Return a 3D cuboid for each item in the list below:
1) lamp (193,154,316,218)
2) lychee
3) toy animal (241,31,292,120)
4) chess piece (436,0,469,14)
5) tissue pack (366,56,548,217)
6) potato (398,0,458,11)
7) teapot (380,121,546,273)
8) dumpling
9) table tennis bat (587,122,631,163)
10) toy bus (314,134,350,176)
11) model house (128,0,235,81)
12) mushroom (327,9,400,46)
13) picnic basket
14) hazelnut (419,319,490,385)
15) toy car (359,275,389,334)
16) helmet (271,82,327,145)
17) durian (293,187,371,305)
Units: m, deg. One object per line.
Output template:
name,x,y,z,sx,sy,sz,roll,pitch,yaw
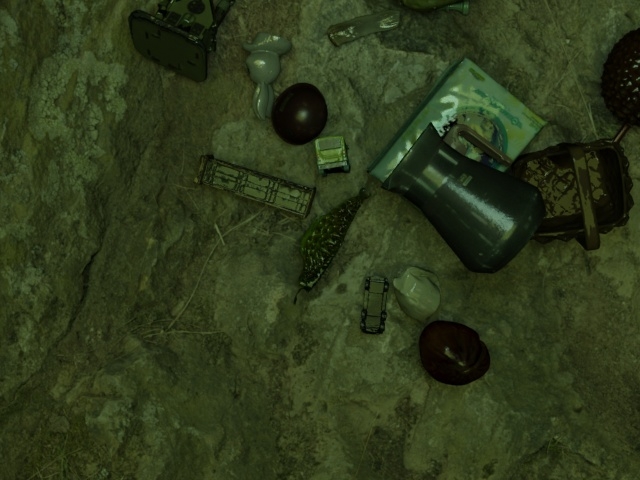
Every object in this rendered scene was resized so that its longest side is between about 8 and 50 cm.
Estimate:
lamp,-0.177,-0.151,1.963,0.326,0.090,0.089,17,99,2
lychee,0.838,-0.407,1.778,0.268,0.267,0.267,0,98,4
toy animal,-0.163,-0.440,1.914,0.131,0.104,0.220,16,98,0
chess piece,0.348,-0.621,1.893,0.093,0.042,0.042,3,98,10
tissue pack,0.350,-0.246,1.879,0.287,0.162,0.388,39,97,-2
potato,0.325,-0.700,1.812,0.308,0.173,0.210,-12,76,3
teapot,0.351,-0.120,1.713,0.344,0.253,0.300,38,64,-1
dumpling,0.275,0.145,1.965,0.136,0.118,0.199,-48,120,-6
table tennis bat,0.783,-0.248,1.925,0.098,0.019,0.154,33,101,0
toy bus,0.034,-0.225,1.899,0.088,0.175,0.101,-9,90,5
model house,-0.346,-0.605,1.893,0.218,0.205,0.278,25,69,-1
mushroom,0.118,-0.574,1.910,0.202,0.054,0.059,-17,102,1
picnic basket,0.632,-0.123,1.799,0.291,0.321,0.254,-10,101,9
hazelnut,0.359,0.311,1.945,0.178,0.178,0.204,-37,108,8
toy car,0.152,0.179,1.998,0.071,0.062,0.165,5,98,2
helmet,-0.035,-0.340,1.898,0.155,0.106,0.175,43,76,-24
durian,0.006,0.004,1.954,0.107,0.132,0.375,33,93,-14
